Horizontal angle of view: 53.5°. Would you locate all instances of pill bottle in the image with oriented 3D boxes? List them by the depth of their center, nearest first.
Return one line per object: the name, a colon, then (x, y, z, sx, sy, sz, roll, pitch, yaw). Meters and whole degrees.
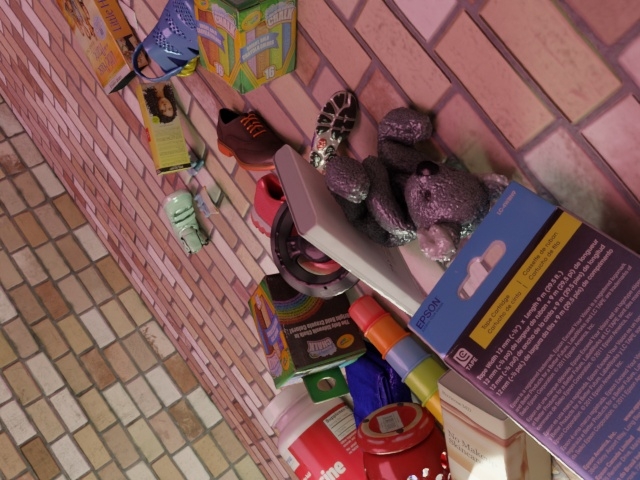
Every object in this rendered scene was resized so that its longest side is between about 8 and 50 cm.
pill bottle: (0.031, 0.579, 1.745, 0.407, 0.229, 0.229, 46, 150, 20)

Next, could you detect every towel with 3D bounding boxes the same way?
towel: (0.132, 0.395, 1.496, 0.228, 0.076, 0.308, 15, 121, 56)

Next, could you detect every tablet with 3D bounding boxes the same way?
tablet: (-0.495, -0.580, 1.631, 0.083, 0.006, 0.054, 42, 149, 28)

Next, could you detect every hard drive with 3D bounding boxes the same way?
hard drive: (0.053, -0.011, 1.052, 0.308, 0.040, 0.203, 36, -158, -40)

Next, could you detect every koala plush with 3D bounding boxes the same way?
koala plush: (0.161, -0.063, 0.943, 0.221, 0.196, 0.203, 21, 147, 47)

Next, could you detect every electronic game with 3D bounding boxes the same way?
electronic game: (0.000, 0.000, 1.273, 0.229, 0.048, 0.229, 1, 91, 27)

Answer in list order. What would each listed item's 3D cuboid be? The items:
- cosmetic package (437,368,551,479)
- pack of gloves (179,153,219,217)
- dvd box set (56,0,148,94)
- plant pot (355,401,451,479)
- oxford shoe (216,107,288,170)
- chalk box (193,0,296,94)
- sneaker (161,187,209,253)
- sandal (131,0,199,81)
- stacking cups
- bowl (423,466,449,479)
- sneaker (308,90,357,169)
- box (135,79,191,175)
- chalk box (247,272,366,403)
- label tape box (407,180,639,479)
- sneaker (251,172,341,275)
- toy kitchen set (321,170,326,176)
cosmetic package: (0.321, 0.357, 1.159, 0.153, 0.129, 0.296, 25, 138, 47)
pack of gloves: (-0.337, -0.163, 1.787, 0.195, 0.046, 0.232, 62, 162, -7)
dvd box set: (-0.632, -0.629, 1.735, 0.308, 0.062, 0.420, 0, 119, 60)
plant pot: (0.177, 0.443, 1.316, 0.191, 0.191, 0.174, 1, 111, 58)
oxford shoe: (-0.149, -0.218, 1.359, 0.271, 0.097, 0.098, 26, 134, 44)
chalk box: (-0.131, -0.392, 1.107, 0.132, 0.132, 0.213, 40, 148, 29)
sneaker: (-0.400, -0.051, 1.925, 0.151, 0.094, 0.256, 55, 163, 16)
sandal: (-0.319, -0.428, 1.370, 0.126, 0.138, 0.317, 59, 151, 1)
stacking cups: (0.177, 0.241, 1.308, 0.316, 0.096, 0.096, 46, 150, 21)
bowl: (0.297, 0.517, 1.444, 0.142, 0.053, 0.142, 32, 142, 40)
sneaker: (0.012, -0.206, 1.145, 0.170, 0.068, 0.071, 117, 153, -46)
box: (-0.407, -0.291, 1.645, 0.058, 0.087, 0.232, -2, 103, 60)
chalk box: (-0.026, 0.222, 1.437, 0.179, 0.180, 0.288, 128, 127, -61)
label tape box: (0.320, 0.122, 0.796, 0.348, 0.249, 0.115, 40, -169, 32)
sneaker: (-0.045, -0.035, 1.359, 0.314, 0.116, 0.136, 37, 142, 31)
toy kitchen set: (0.041, -0.099, 1.209, 0.068, 0.083, 0.075, 20, 161, -20)
